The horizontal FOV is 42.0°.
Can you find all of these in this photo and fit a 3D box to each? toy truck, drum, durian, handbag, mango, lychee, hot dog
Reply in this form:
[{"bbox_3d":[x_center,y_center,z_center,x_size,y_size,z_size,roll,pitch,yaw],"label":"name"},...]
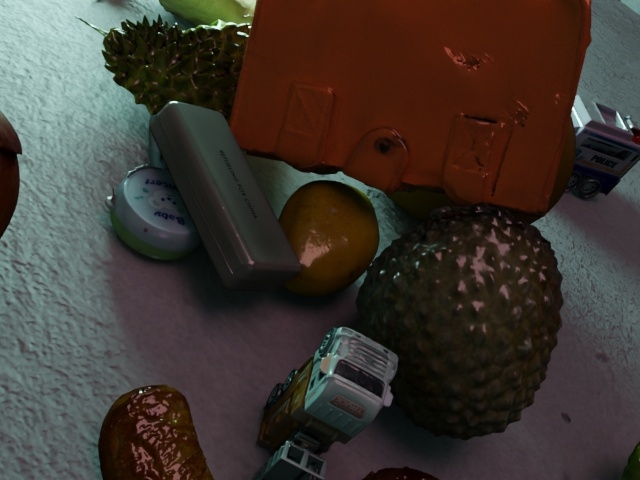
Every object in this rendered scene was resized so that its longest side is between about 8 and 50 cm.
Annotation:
[{"bbox_3d":[0.451,-0.190,1.539,0.268,0.155,0.124,13,44,-26],"label":"toy truck"},{"bbox_3d":[-0.180,-0.074,1.034,0.130,0.049,0.253,26,36,-13],"label":"drum"},{"bbox_3d":[0.000,0.175,0.820,0.080,0.178,0.115,29,41,-9],"label":"toy truck"},{"bbox_3d":[-0.151,-0.228,1.165,0.169,0.157,0.355,18,14,34],"label":"durian"},{"bbox_3d":[0.109,-0.204,1.040,0.410,0.303,0.116,14,3,12],"label":"handbag"},{"bbox_3d":[0.000,0.000,1.062,0.137,0.098,0.195,44,45,3],"label":"mango"},{"bbox_3d":[0.166,0.088,0.969,0.255,0.255,0.274,5,61,-34],"label":"lychee"},{"bbox_3d":[-0.146,0.207,0.767,0.099,0.065,0.147,-8,68,-42],"label":"hot dog"}]

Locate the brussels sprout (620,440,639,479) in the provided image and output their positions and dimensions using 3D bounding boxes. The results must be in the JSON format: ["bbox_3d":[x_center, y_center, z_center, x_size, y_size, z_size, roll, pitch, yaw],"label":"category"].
[{"bbox_3d":[0.467,0.328,1.031,0.223,0.161,0.223,19,50,-23],"label":"brussels sprout"}]

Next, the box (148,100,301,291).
[{"bbox_3d":[-0.114,-0.053,0.977,0.103,0.055,0.244,5,51,-53],"label":"box"}]

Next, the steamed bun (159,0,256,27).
[{"bbox_3d":[-0.188,-0.392,1.302,0.231,0.110,0.212,25,29,-43],"label":"steamed bun"}]

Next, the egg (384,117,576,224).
[{"bbox_3d":[0.203,-0.161,1.223,0.351,0.282,0.282,39,38,10],"label":"egg"}]

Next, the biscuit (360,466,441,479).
[{"bbox_3d":[0.100,0.322,0.852,0.192,0.049,0.192,17,45,-18],"label":"biscuit"}]

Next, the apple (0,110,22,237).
[{"bbox_3d":[-0.400,-0.066,0.708,0.251,0.206,0.272,27,3,11],"label":"apple"}]
